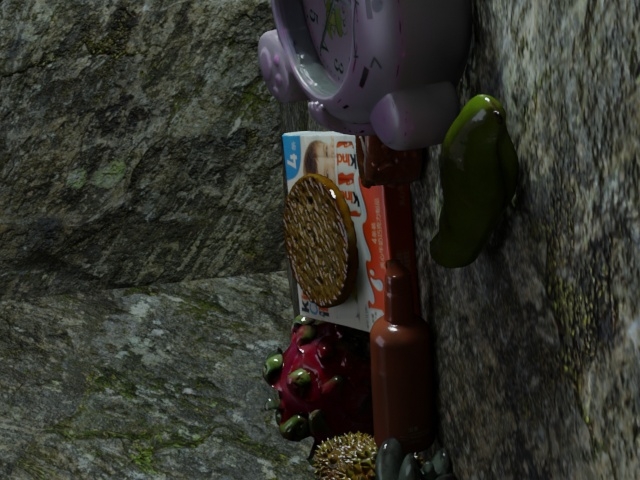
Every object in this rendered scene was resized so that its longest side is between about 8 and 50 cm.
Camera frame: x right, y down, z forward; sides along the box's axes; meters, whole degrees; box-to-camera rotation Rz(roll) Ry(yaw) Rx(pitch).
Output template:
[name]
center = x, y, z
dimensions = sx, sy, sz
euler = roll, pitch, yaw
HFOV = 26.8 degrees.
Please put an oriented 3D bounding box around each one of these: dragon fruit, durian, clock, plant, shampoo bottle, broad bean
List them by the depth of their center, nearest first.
[broad bean]
center = 0.132, -0.035, 1.216
dimensions = 0.325, 0.067, 0.075
euler = 99, 173, -64
[clock]
center = 0.037, -0.250, 1.362
dimensions = 0.322, 0.113, 0.295
euler = -136, 39, -54
[plant]
center = 0.104, 0.386, 1.660
dimensions = 0.146, 0.149, 0.274
euler = 21, 106, 37
[shampoo bottle]
center = 0.102, 0.149, 1.699
dimensions = 0.085, 0.085, 0.244
euler = -110, 15, -69
[durian]
center = 0.075, 0.323, 1.800
dimensions = 0.137, 0.168, 0.158
euler = -62, 14, 7
[dragon fruit]
center = 0.030, 0.234, 2.015
dimensions = 0.218, 0.198, 0.273
euler = -51, -55, -34

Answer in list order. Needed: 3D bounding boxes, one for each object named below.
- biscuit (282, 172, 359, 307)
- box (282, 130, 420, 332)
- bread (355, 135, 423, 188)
[biscuit]
center = 0.001, -0.001, 1.845
dimensions = 0.188, 0.027, 0.188
euler = 29, 124, 57
[box]
center = 0.038, -0.015, 1.852
dimensions = 0.265, 0.048, 0.273
euler = 6, 105, 60
[bread]
center = 0.081, -0.140, 1.636
dimensions = 0.160, 0.073, 0.160
euler = 178, 90, -84
